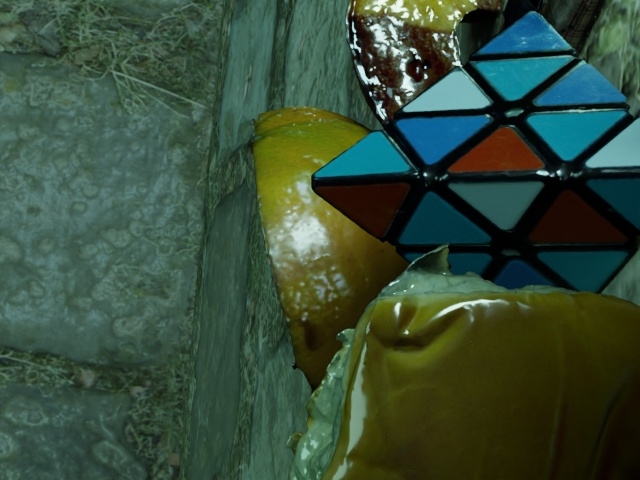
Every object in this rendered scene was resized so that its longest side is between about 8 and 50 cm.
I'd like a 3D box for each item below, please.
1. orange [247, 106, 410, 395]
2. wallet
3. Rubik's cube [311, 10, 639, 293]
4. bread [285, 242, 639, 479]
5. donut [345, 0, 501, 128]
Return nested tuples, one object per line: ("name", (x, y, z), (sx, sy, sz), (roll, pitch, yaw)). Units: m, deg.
("orange", (0.003, 0.003, 1.526), (0.310, 0.274, 0.274), (-39, -26, -48))
("wallet", (0.187, -0.179, 1.313), (0.230, 0.042, 0.124), (108, 160, -44))
("Rubik's cube", (0.130, 0.009, 1.190), (0.284, 0.250, 0.234), (-127, 20, -53))
("bread", (0.105, 0.144, 1.044), (0.225, 0.250, 0.279), (-115, 36, -71))
("donut", (0.093, -0.180, 1.494), (0.112, 0.151, 0.295), (110, 163, -76))
